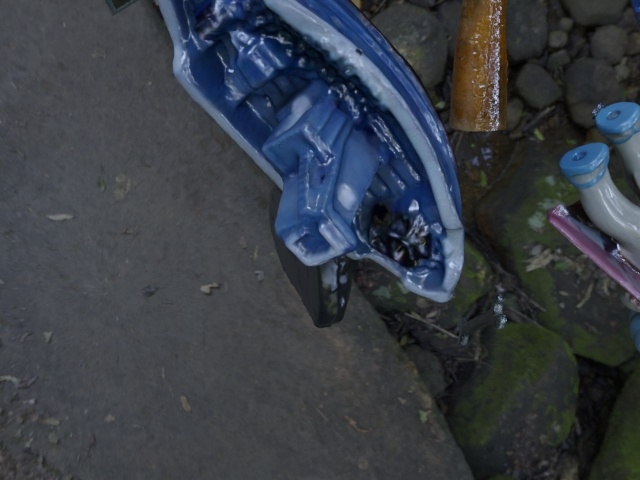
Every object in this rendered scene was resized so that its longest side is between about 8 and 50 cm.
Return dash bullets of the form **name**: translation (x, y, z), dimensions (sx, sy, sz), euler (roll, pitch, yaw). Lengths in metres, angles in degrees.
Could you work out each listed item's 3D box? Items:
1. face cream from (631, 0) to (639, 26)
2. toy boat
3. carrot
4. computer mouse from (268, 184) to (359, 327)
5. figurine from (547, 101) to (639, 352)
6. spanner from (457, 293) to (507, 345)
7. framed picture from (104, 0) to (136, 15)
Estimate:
- **face cream**: translation (0.561, -0.354, 0.676), dimensions (0.249, 0.225, 0.248), euler (0, 91, -10)
- **toy boat**: translation (0.002, -0.064, 0.356), dimensions (0.309, 0.129, 0.142), euler (47, 45, -24)
- **carrot**: translation (0.166, -0.216, 0.544), dimensions (0.061, 0.061, 0.209), euler (-14, 117, -22)
- **computer mouse**: translation (0.000, 0.000, 0.687), dimensions (0.087, 0.269, 0.137), euler (-9, 114, -13)
- **figurine**: translation (0.267, -0.004, 0.408), dimensions (0.260, 0.103, 0.205), euler (43, 70, -23)
- **spanner**: translation (0.257, 0.134, 0.878), dimensions (0.015, 0.254, 0.054), euler (6, 73, 2)
- **framed picture**: translation (-0.254, -0.393, 0.753), dimensions (0.142, 0.183, 0.011), euler (-36, 93, -7)
